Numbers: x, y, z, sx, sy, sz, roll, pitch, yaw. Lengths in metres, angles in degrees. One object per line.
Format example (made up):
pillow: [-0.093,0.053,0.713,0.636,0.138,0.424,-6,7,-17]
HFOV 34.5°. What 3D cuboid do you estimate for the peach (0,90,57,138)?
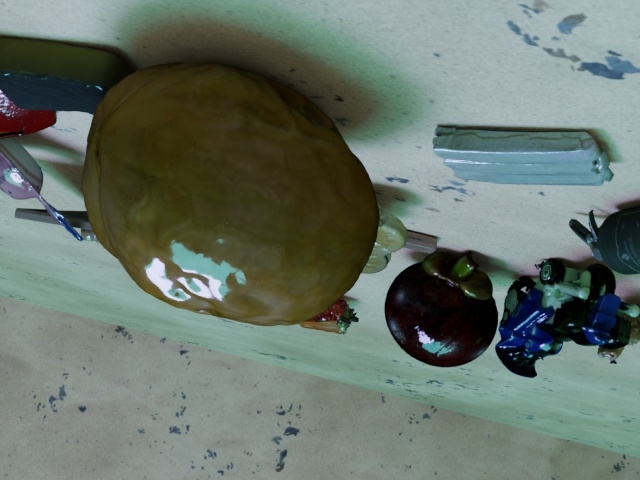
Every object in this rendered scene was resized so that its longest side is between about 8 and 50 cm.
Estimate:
peach: [-0.498,-0.205,1.533,0.189,0.068,0.279,8,165,9]

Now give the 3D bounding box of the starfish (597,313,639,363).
starfish: [0.577,0.170,1.924,0.324,0.082,0.432,-1,180,-28]

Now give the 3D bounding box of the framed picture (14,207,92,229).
framed picture: [-0.387,-0.032,1.964,0.247,0.022,0.335,9,-177,14]

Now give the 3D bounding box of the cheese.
cheese: [-0.502,-0.103,1.730,0.286,0.074,0.189,48,169,-13]

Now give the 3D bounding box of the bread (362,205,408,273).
bread: [-0.002,-0.007,1.687,0.286,0.056,0.207,10,151,4]

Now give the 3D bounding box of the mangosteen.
mangosteen: [0.237,0.128,1.919,0.216,0.216,0.216,12,165,3]

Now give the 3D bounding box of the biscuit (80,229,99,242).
biscuit: [-0.320,0.006,2.129,0.325,0.044,0.217,10,179,-1]

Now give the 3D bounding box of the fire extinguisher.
fire extinguisher: [0.470,-0.013,1.414,0.114,0.095,0.311,54,153,-8]

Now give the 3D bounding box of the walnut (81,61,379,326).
walnut: [-0.111,-0.058,1.309,0.398,0.308,0.354,26,-167,-42]

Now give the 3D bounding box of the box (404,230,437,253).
box: [0.149,-0.003,1.832,0.115,0.025,0.048,13,170,-3]

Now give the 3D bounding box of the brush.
brush: [-0.343,-0.214,1.382,0.197,0.059,0.123,8,166,16]

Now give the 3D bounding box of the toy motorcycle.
toy motorcycle: [0.410,0.142,1.823,0.125,0.196,0.331,18,166,-19]

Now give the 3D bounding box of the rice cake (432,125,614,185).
rice cake: [0.263,-0.108,1.328,0.211,0.038,0.124,3,162,31]

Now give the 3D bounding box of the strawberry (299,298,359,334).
strawberry: [0.004,0.173,2.480,0.140,0.085,0.192,17,165,-23]
